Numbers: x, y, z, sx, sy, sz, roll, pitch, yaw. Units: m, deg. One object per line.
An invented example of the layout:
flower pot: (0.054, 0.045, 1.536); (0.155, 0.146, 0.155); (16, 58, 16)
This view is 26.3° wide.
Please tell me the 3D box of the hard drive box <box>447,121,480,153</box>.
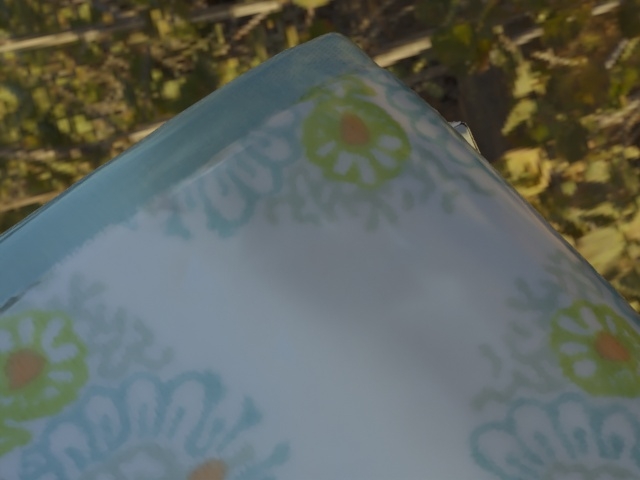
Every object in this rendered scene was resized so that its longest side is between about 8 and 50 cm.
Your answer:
hard drive box: (0.000, 0.000, 1.007); (0.089, 0.232, 0.181); (65, 174, -6)

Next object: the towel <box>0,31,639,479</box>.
towel: (-0.027, 0.125, 0.503); (0.320, 0.374, 0.090); (48, 160, 15)
